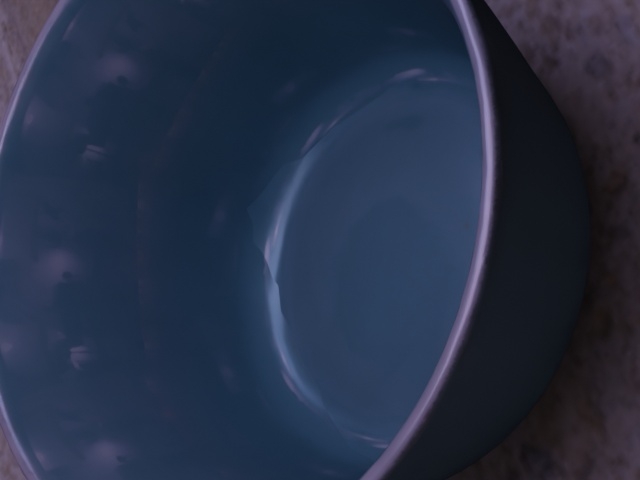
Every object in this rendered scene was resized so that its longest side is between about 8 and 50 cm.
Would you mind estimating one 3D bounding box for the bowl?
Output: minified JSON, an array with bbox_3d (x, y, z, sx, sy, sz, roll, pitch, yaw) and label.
[{"bbox_3d":[0.000,0.000,0.746,0.311,0.163,0.312,-12,72,41],"label":"bowl"}]
